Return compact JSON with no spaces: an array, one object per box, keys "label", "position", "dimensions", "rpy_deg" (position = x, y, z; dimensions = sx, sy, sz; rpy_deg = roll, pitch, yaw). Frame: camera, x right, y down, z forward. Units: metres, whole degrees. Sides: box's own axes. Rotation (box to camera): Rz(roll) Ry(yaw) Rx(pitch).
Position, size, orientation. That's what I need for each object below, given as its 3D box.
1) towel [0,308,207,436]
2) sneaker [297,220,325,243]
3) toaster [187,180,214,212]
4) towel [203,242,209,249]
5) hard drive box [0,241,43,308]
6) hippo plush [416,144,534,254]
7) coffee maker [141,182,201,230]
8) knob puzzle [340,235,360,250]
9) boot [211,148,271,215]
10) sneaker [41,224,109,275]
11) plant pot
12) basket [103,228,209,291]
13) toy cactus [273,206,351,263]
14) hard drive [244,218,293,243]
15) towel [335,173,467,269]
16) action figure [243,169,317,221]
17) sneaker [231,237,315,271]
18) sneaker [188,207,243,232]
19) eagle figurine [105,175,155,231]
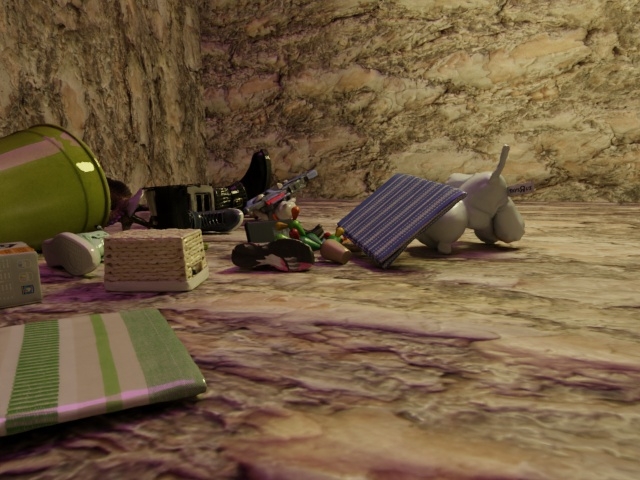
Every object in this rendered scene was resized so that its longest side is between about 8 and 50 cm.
[{"label":"towel","position":[-0.307,0.134,0.439],"dimensions":[0.325,0.038,0.248],"rpy_deg":[-4,10,-29]},{"label":"sneaker","position":[-0.081,-0.016,1.214],"dimensions":[0.188,0.078,0.067],"rpy_deg":[-3,9,-6]},{"label":"toaster","position":[-0.497,-0.140,1.738],"dimensions":[0.168,0.185,0.110],"rpy_deg":[-4,5,-19]},{"label":"towel","position":[-0.391,0.038,1.123],"dimensions":[0.102,0.021,0.237],"rpy_deg":[-4,8,23]},{"label":"hard drive box","position":[-0.615,0.066,0.743],"dimensions":[0.232,0.089,0.181],"rpy_deg":[-9,11,-40]},{"label":"hippo plush","position":[0.371,-0.048,1.133],"dimensions":[0.237,0.234,0.294],"rpy_deg":[-35,1,-13]},{"label":"coffee maker","position":[-0.445,-0.078,1.342],"dimensions":[0.171,0.178,0.120],"rpy_deg":[2,11,37]},{"label":"knob puzzle","position":[0.108,-0.001,1.247],"dimensions":[0.213,0.029,0.213],"rpy_deg":[-1,9,0]},{"label":"boot","position":[-0.366,-0.246,1.991],"dimensions":[0.260,0.347,0.131],"rpy_deg":[-1,29,-28]},{"label":"sneaker","position":[-0.521,0.013,1.025],"dimensions":[0.256,0.094,0.151],"rpy_deg":[4,16,44]},{"label":"plant pot","position":[-0.842,-0.108,1.194],"dimensions":[0.367,0.366,0.353],"rpy_deg":[2,21,21]},{"label":"basket","position":[-0.311,0.034,0.849],"dimensions":[0.167,0.103,0.113],"rpy_deg":[0,10,5]},{"label":"toy cactus","position":[0.000,0.000,1.057],"dimensions":[0.181,0.112,0.219],"rpy_deg":[25,6,39]},{"label":"hard drive","position":[-0.118,-0.007,1.129],"dimensions":[0.135,0.094,0.022],"rpy_deg":[-5,-23,-26]},{"label":"towel","position":[0.177,-0.062,1.085],"dimensions":[0.243,0.040,0.336],"rpy_deg":[-41,21,-1]},{"label":"action figure","position":[-0.152,-0.159,1.867],"dimensions":[0.341,0.178,0.330],"rpy_deg":[-28,20,-10]},{"label":"sneaker","position":[-0.099,0.029,0.978],"dimensions":[0.178,0.071,0.077],"rpy_deg":[5,-1,7]},{"label":"sneaker","position":[-0.391,-0.067,1.517],"dimensions":[0.226,0.086,0.163],"rpy_deg":[-8,-5,22]},{"label":"eagle figurine","position":[-0.694,-0.094,1.504],"dimensions":[0.299,0.225,0.226],"rpy_deg":[8,18,-7]}]
